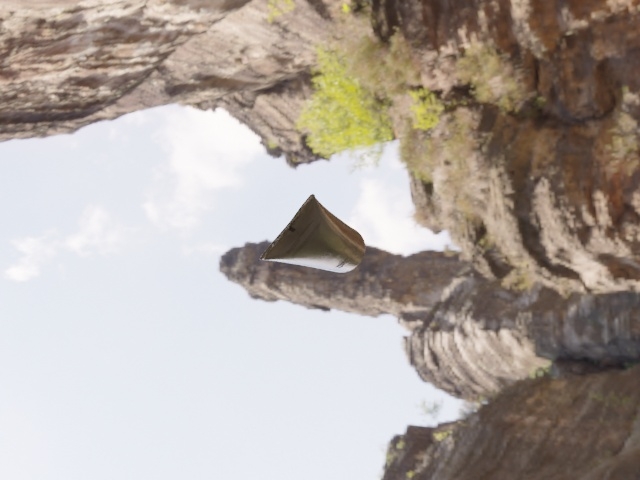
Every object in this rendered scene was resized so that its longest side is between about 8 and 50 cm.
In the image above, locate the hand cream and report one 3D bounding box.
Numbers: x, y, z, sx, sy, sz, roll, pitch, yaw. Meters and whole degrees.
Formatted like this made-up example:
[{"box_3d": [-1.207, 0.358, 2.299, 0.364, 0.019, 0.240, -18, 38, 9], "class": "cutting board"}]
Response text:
[{"box_3d": [0.000, 0.000, 0.882, 0.087, 0.054, 0.186, -50, -24, 8], "class": "hand cream"}]
